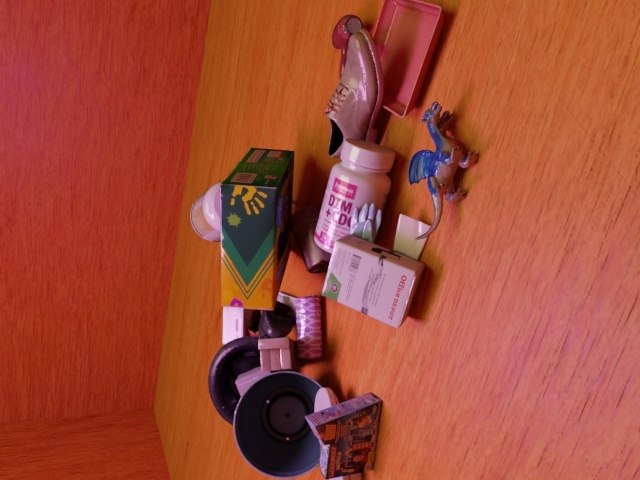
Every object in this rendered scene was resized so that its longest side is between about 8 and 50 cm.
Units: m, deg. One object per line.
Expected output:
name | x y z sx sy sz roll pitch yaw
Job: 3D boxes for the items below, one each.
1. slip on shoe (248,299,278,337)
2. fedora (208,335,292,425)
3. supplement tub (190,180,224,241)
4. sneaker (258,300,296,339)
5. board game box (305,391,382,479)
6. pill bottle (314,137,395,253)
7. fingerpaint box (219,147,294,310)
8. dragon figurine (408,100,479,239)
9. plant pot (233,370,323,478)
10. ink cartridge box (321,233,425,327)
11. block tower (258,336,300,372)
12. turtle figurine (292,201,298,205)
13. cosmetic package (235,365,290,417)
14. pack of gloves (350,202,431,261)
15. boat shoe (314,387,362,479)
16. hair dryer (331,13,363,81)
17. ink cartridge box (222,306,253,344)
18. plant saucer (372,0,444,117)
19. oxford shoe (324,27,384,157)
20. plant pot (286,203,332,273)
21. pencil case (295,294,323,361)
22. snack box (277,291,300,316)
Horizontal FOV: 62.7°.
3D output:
slip on shoe | -0.228 0.351 1.987 0.123 0.101 0.331 29 114 58
fedora | -0.236 0.494 1.871 0.152 0.334 0.334 -47 -39 -87
supplement tub | -0.411 -0.124 2.248 0.316 0.228 0.228 -18 72 60
sneaker | -0.152 0.285 1.724 0.286 0.109 0.130 -125 58 -83
board game box | 0.052 0.497 1.340 0.060 0.194 0.194 17 102 61
pill bottle | 0.091 -0.110 1.366 0.160 0.160 0.283 46 127 54
fingerpaint box | -0.181 -0.055 1.631 0.445 0.163 0.371 -80 -6 -68
dragon figurine | 0.251 -0.150 1.149 0.144 0.085 0.289 41 122 56
plant pot | -0.101 0.537 1.581 0.196 0.293 0.293 94 174 -80
ink cartridge box | 0.125 0.094 1.253 0.208 0.087 0.153 23 112 21
block tower | -0.122 0.357 1.631 0.335 0.091 0.097 78 -174 -75
turtle figurine | -0.211 -0.106 2.005 0.266 0.275 0.198 -93 -2 -57
cosmetic package | -0.178 0.540 1.738 0.107 0.127 0.238 -162 47 -86
pack of gloves | 0.151 0.027 1.301 0.195 0.046 0.232 25 114 19
boat shoe | 0.055 0.536 1.442 0.096 0.088 0.267 -41 57 49
hair dryer | 0.063 -0.532 1.513 0.293 0.080 0.223 -93 21 -45
ink cartridge box | -0.307 0.329 2.046 0.203 0.086 0.148 44 -136 -75
plant saucer | 0.203 -0.465 1.317 0.259 0.048 0.258 53 133 52
oxford shoe | 0.079 -0.358 1.349 0.123 0.130 0.348 -125 26 -48
plant pot | 0.000 0.000 1.542 0.167 0.167 0.165 -42 58 53
pencil case | -0.032 0.275 1.650 0.086 0.088 0.206 -4 82 25
snack box | -0.112 0.225 1.862 0.178 0.022 0.064 7 95 62
